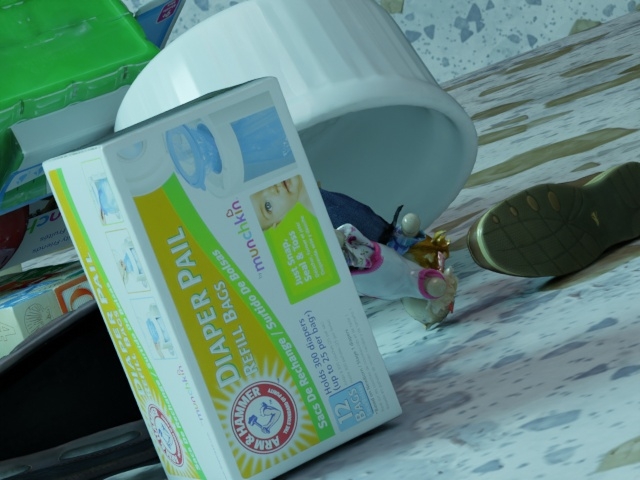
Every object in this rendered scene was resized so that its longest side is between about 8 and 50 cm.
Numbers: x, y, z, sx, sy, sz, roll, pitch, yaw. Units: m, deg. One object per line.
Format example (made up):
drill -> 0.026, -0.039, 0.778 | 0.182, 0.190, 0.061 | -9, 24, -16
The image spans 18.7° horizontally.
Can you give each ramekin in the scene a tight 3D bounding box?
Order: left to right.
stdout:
ramekin -> -0.028, -0.073, 1.527 | 0.277, 0.135, 0.277 | -21, -27, -11

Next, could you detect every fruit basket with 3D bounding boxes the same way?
fruit basket -> -0.270, -0.049, 1.631 | 0.327, 0.165, 0.353 | -24, -30, -40

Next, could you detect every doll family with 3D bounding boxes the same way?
doll family -> 0.000, 0.000, 1.353 | 0.163, 0.118, 0.263 | 24, -22, -35

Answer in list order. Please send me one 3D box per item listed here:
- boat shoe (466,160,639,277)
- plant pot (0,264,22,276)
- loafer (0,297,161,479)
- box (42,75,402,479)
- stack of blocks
boat shoe -> 0.163, -0.009, 1.352 | 0.178, 0.064, 0.060 | -17, -1, -40
plant pot -> -0.372, 0.066, 2.073 | 0.096, 0.109, 0.109 | -9, 0, -34
loafer -> -0.115, 0.080, 1.143 | 0.302, 0.109, 0.095 | -30, -15, -11
box -> -0.055, 0.027, 1.077 | 0.114, 0.203, 0.103 | -25, 8, -25
stack of blocks -> -0.267, 0.085, 1.675 | 0.171, 0.087, 0.297 | -25, 9, -42
